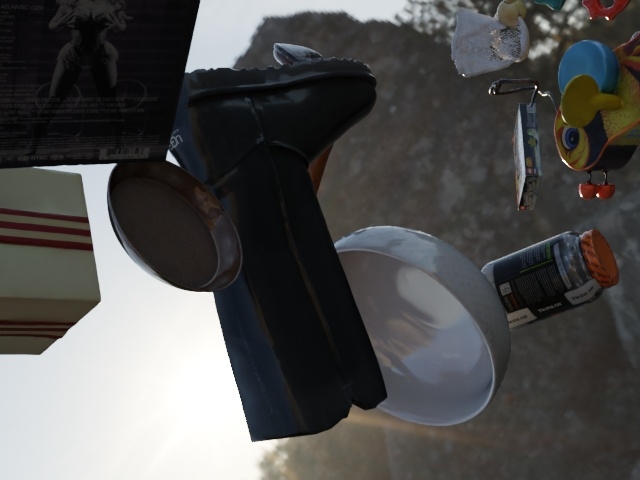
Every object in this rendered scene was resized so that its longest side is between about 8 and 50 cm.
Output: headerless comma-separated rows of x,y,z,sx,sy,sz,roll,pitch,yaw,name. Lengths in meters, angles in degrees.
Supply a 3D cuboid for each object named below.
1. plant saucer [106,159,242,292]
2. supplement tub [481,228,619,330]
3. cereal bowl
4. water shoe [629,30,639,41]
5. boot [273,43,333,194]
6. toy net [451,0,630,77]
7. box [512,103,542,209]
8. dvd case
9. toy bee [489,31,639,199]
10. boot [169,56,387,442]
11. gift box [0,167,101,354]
-0.153,-0.012,1.008,0.029,0.168,0.168,-39,0,29,plant saucer
0.355,0.059,1.532,0.190,0.117,0.117,-25,9,31,supplement tub
0.142,0.112,1.504,0.141,0.339,0.339,-47,-13,-39,cereal bowl
0.598,-0.295,1.812,0.073,0.080,0.203,95,-170,-71,water shoe
-0.050,-0.255,2.110,0.096,0.264,0.280,-14,-44,-48,boot
0.220,-0.235,0.951,0.045,0.122,0.232,-40,-6,-48,toy net
0.316,-0.128,1.512,0.094,0.027,0.137,83,-172,-58,box
-0.178,-0.140,0.731,0.165,0.018,0.221,-4,-40,-25,dvd case
0.320,-0.131,1.055,0.298,0.195,0.162,140,123,-77,toy bee
-0.002,0.001,1.266,0.367,0.445,0.146,-14,-11,-41,boot
-0.507,0.017,1.452,0.258,0.276,0.255,5,-34,-41,gift box
